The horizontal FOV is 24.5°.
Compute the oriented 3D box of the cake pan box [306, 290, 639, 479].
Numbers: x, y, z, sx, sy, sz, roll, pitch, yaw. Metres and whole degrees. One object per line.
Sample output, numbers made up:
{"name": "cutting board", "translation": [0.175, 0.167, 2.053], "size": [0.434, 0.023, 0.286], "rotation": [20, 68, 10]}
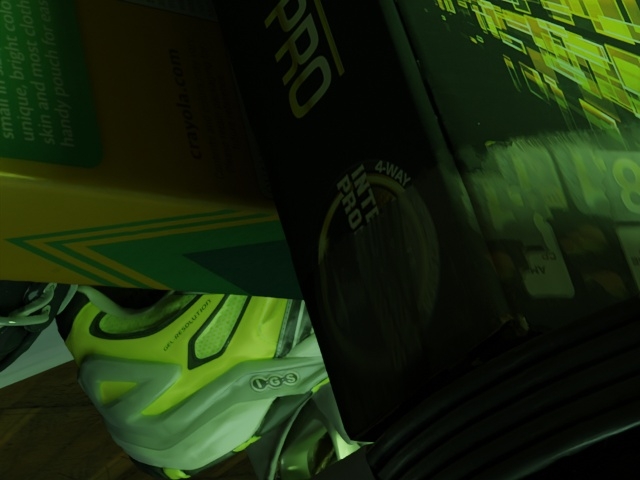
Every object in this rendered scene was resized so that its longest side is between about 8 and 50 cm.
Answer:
{"name": "cake pan box", "translation": [0.139, 0.078, 0.486], "size": [0.267, 0.070, 0.246], "rotation": [9, 143, -44]}

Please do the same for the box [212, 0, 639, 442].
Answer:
{"name": "box", "translation": [0.143, -0.082, 0.615], "size": [0.395, 0.318, 0.097], "rotation": [3, 150, -35]}

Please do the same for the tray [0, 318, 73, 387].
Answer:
{"name": "tray", "translation": [-0.216, 0.059, 1.089], "size": [0.270, 0.030, 0.145], "rotation": [-21, 158, 14]}

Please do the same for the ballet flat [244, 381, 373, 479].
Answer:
{"name": "ballet flat", "translation": [0.026, 0.140, 1.303], "size": [0.139, 0.139, 0.400], "rotation": [-5, 155, -23]}

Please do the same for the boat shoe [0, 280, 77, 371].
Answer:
{"name": "boat shoe", "translation": [-0.194, 0.025, 0.880], "size": [0.114, 0.091, 0.302], "rotation": [-3, 165, -21]}

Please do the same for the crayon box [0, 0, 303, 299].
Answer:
{"name": "crayon box", "translation": [-0.096, -0.087, 0.599], "size": [0.323, 0.203, 0.083], "rotation": [7, 149, -41]}

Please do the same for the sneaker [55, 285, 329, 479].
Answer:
{"name": "sneaker", "translation": [0.000, 0.000, 0.938], "size": [0.385, 0.145, 0.147], "rotation": [-36, 110, 6]}
